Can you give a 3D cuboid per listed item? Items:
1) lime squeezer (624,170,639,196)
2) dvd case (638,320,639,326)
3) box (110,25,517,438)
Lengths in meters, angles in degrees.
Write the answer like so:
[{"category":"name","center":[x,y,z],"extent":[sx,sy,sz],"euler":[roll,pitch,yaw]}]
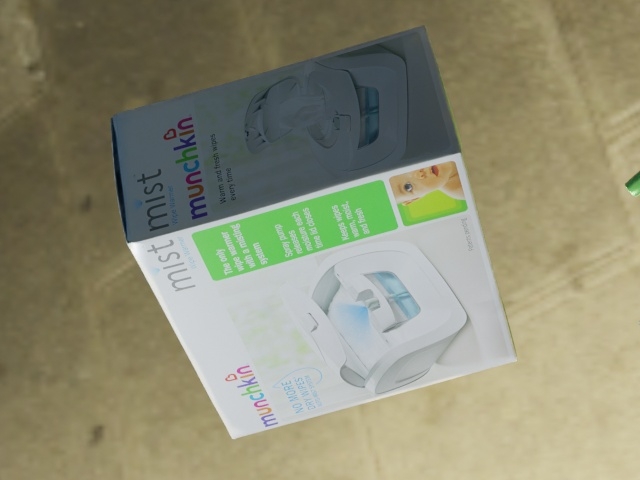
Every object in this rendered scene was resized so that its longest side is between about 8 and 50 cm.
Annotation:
[{"category":"lime squeezer","center":[0.361,-0.161,1.437],"extent":[0.310,0.059,0.110],"euler":[-51,29,-13]},{"category":"dvd case","center":[0.284,0.066,1.173],"extent":[0.087,0.119,0.013],"euler":[59,156,28]},{"category":"box","center":[0.000,0.000,1.261],"extent":[0.231,0.262,0.127],"euler":[-16,52,4]}]
